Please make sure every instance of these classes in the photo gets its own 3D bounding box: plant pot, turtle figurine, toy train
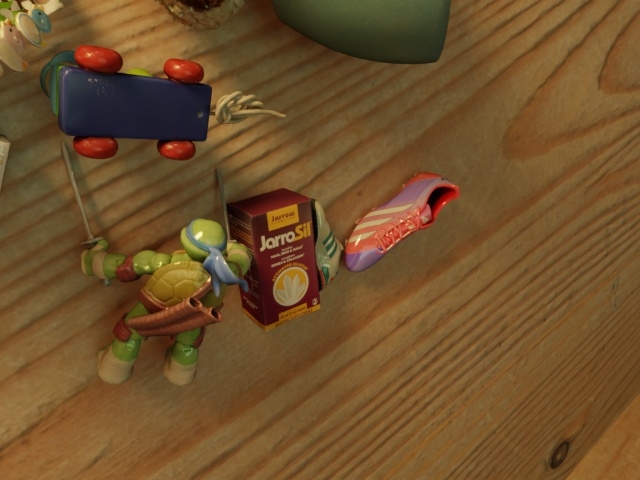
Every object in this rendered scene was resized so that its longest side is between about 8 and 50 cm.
[{"bbox_3d":[0.033,-0.354,0.610,0.195,0.290,0.291,-7,116,4],"label":"plant pot"},{"bbox_3d":[-0.201,0.046,0.666,0.197,0.274,0.266,-18,140,-56],"label":"turtle figurine"},{"bbox_3d":[-0.181,-0.163,0.584,0.247,0.143,0.105,-7,119,-40],"label":"toy train"}]

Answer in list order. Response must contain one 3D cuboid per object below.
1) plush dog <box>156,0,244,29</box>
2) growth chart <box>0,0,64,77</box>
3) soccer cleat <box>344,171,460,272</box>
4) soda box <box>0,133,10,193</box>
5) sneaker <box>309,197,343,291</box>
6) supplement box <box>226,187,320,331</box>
[{"bbox_3d":[-0.157,-0.327,0.510,0.210,0.262,0.226,-23,114,10],"label":"plush dog"},{"bbox_3d":[-0.298,-0.253,0.435,0.021,0.237,0.172,-22,134,18],"label":"growth chart"},{"bbox_3d":[0.143,-0.032,0.897,0.248,0.095,0.083,-43,127,-17],"label":"soccer cleat"},{"bbox_3d":[-0.421,-0.090,0.470,0.216,0.069,0.074,11,100,-39],"label":"soda box"},{"bbox_3d":[0.000,0.000,0.837,0.075,0.057,0.162,-31,123,-44],"label":"sneaker"},{"bbox_3d":[-0.069,0.027,0.769,0.104,0.080,0.188,-19,117,-30],"label":"supplement box"}]
